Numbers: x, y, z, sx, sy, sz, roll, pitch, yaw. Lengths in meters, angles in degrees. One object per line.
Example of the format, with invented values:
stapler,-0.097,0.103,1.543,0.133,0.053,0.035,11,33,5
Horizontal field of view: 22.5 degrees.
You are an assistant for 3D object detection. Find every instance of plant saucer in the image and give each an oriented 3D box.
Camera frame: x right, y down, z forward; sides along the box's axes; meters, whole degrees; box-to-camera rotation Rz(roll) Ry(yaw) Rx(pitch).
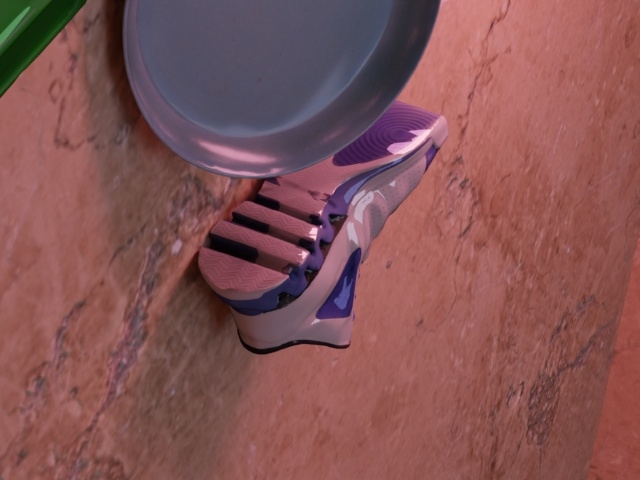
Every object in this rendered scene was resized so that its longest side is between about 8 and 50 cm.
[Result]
plant saucer,-0.033,-0.205,1.366,0.318,0.044,0.317,-18,126,-27

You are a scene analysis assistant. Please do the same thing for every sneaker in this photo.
sneaker,-0.001,0.001,1.615,0.315,0.127,0.182,-47,149,-31

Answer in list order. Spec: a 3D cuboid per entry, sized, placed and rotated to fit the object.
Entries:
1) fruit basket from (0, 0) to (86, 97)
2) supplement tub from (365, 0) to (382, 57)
fruit basket,-0.319,-0.163,0.754,0.392,0.392,0.283,-65,-169,-17
supplement tub,0.018,-0.264,1.478,0.117,0.117,0.190,-43,141,-47
